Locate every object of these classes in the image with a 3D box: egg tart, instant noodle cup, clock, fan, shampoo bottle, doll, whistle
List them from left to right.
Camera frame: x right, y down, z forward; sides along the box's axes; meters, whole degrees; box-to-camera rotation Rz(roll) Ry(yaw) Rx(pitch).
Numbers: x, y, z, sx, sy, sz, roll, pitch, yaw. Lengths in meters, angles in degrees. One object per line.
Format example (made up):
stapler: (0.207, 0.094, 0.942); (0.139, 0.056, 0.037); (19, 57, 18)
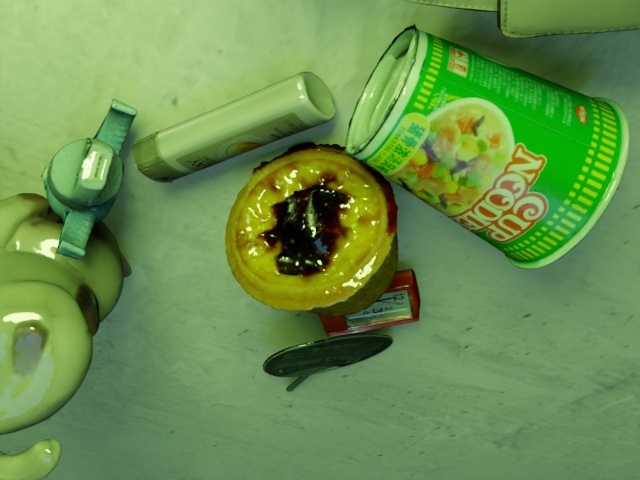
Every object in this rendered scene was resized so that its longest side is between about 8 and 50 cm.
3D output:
doll: (-0.360, 0.076, 0.884); (0.215, 0.370, 0.225); (2, 125, -3)
whistle: (-0.265, -0.069, 0.835); (0.093, 0.180, 0.269); (21, 173, -22)
shampoo bottle: (-0.100, -0.125, 0.833); (0.228, 0.055, 0.086); (-17, 170, 22)
egg tart: (0.000, 0.000, 0.901); (0.215, 0.215, 0.171); (-10, 156, 14)
fan: (0.020, 0.209, 1.284); (0.223, 0.012, 0.294); (-16, 157, 2)
clock: (0.074, 0.089, 1.120); (0.155, 0.061, 0.113); (-9, 144, 7)
instant noodle cup: (0.159, -0.107, 0.769); (0.233, 0.207, 0.207); (23, 138, -14)

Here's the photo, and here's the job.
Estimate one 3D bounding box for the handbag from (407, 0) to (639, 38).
handbag: (0.148, -0.270, 0.422); (0.237, 0.160, 0.358); (10, 169, 14)
